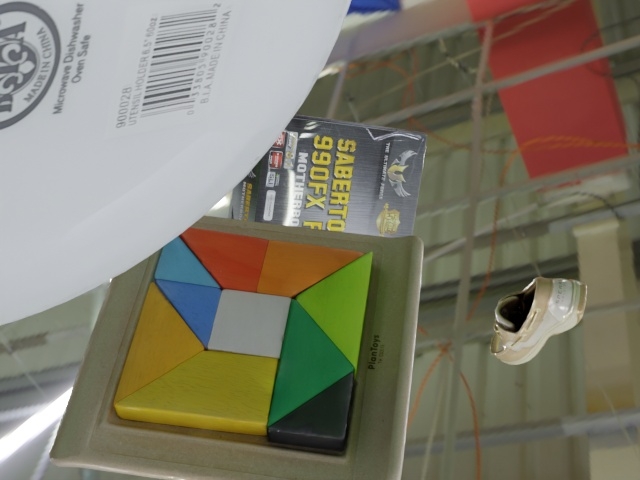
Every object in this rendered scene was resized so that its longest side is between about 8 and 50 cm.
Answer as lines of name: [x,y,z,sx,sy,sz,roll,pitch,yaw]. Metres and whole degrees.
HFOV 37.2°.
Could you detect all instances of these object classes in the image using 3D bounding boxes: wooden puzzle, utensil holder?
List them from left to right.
utensil holder: [-0.213,-0.191,0.435,0.327,0.328,0.385,-35,-116,-10]
wooden puzzle: [-0.053,0.068,0.676,0.238,0.044,0.221,4,-129,8]

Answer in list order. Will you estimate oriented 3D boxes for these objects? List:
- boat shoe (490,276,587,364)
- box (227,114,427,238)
boat shoe: [0.206,0.077,0.966,0.170,0.059,0.063,120,-15,-59]
box: [0.000,0.000,0.907,0.183,0.231,0.056,3,-170,-33]
